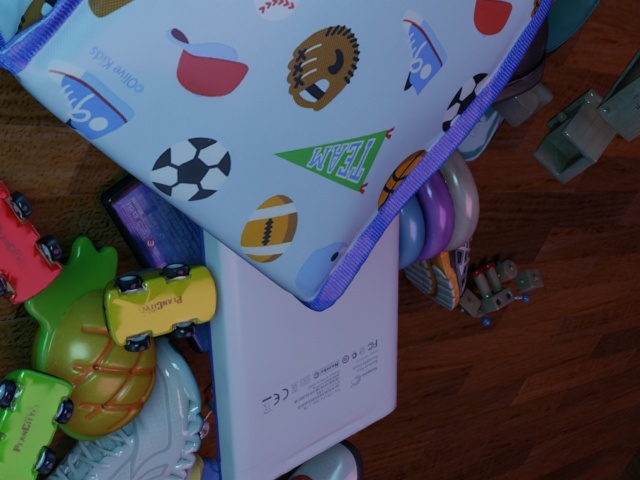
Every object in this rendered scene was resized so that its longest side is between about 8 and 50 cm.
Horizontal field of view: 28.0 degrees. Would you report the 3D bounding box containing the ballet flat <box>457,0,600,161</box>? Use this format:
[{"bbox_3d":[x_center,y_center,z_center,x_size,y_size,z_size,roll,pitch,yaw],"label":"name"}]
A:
[{"bbox_3d":[0.195,-0.213,1.361,0.095,0.096,0.280,27,111,-28],"label":"ballet flat"}]

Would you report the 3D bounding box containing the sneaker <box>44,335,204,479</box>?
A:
[{"bbox_3d":[-0.206,0.225,1.270,0.118,0.110,0.292,-1,124,-45],"label":"sneaker"}]

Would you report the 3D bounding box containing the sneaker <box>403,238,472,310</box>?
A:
[{"bbox_3d":[0.153,0.006,1.562,0.083,0.084,0.215,-44,150,-24],"label":"sneaker"}]

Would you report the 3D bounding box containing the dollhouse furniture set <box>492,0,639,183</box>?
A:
[{"bbox_3d":[0.222,-0.278,1.221,0.174,0.355,0.303,-50,-176,-33],"label":"dollhouse furniture set"}]

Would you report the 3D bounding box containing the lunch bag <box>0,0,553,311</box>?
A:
[{"bbox_3d":[-0.015,-0.210,0.804,0.385,0.239,0.328,-50,140,1],"label":"lunch bag"}]

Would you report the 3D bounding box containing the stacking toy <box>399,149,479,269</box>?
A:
[{"bbox_3d":[0.000,0.000,1.300,0.330,0.141,0.141,-25,142,-30],"label":"stacking toy"}]

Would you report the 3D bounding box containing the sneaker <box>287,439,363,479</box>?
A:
[{"bbox_3d":[-0.053,0.378,1.675,0.270,0.090,0.145,-56,154,12],"label":"sneaker"}]

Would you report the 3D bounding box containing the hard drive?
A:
[{"bbox_3d":[-0.012,0.064,1.198,0.210,0.040,0.319,-24,127,-34],"label":"hard drive"}]

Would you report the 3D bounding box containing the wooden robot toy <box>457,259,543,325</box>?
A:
[{"bbox_3d":[0.229,0.074,1.792,0.173,0.076,0.079,-24,176,-41],"label":"wooden robot toy"}]

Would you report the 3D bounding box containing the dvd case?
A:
[{"bbox_3d":[-0.060,-0.041,1.172,0.253,0.022,0.180,-40,120,-21],"label":"dvd case"}]

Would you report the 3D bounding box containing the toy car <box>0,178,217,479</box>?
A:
[{"bbox_3d":[-0.220,0.088,1.027,0.239,0.053,0.225,24,86,-32],"label":"toy car"}]

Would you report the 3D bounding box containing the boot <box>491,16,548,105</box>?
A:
[{"bbox_3d":[0.110,-0.190,1.075,0.263,0.091,0.229,-28,154,-18],"label":"boot"}]

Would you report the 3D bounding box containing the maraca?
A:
[{"bbox_3d":[-0.202,0.089,1.123,0.127,0.099,0.186,-39,127,-46],"label":"maraca"}]

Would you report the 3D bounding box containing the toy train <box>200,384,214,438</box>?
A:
[{"bbox_3d":[-0.072,0.190,1.476,0.166,0.046,0.125,-14,134,-49],"label":"toy train"}]

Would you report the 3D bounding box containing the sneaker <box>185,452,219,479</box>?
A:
[{"bbox_3d":[-0.176,0.343,1.454,0.126,0.091,0.240,4,119,-58],"label":"sneaker"}]
